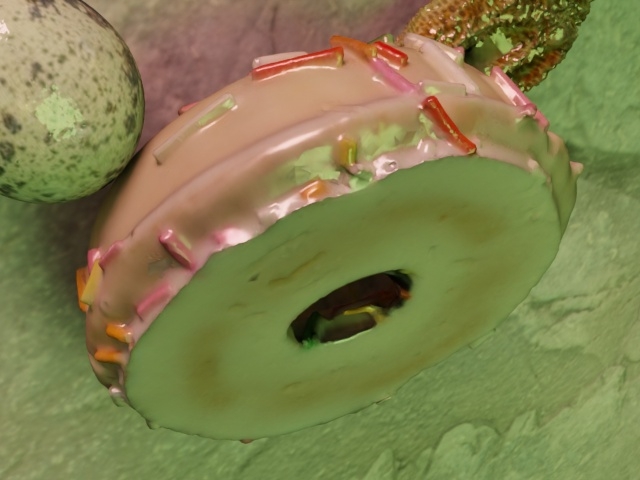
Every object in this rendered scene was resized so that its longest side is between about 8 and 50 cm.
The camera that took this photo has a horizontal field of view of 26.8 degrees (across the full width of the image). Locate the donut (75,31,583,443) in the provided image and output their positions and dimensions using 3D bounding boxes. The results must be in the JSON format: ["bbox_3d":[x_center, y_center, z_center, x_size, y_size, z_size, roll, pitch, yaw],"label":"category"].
[{"bbox_3d":[0.000,0.000,0.976,0.382,0.142,0.383,-19,150,-12],"label":"donut"}]

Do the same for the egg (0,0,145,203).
[{"bbox_3d":[-0.188,-0.100,0.851,0.132,0.132,0.172,-43,120,-4],"label":"egg"}]

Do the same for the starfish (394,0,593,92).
[{"bbox_3d":[0.137,-0.177,1.070,0.293,0.084,0.301,-50,139,1],"label":"starfish"}]
